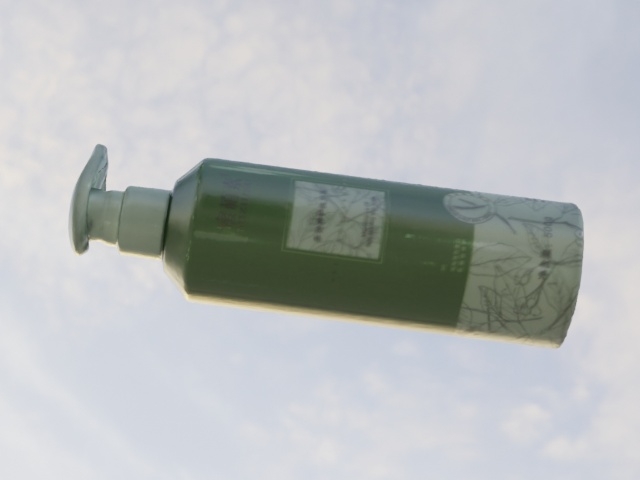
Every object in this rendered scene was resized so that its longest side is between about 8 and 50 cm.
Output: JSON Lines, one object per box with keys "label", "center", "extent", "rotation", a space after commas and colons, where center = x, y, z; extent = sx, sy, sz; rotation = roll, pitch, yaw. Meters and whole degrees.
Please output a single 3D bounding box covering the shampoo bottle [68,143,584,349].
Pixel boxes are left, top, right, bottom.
{"label": "shampoo bottle", "center": [0.000, 0.000, 0.573], "extent": [0.205, 0.065, 0.065], "rotation": [7, -47, -1]}
